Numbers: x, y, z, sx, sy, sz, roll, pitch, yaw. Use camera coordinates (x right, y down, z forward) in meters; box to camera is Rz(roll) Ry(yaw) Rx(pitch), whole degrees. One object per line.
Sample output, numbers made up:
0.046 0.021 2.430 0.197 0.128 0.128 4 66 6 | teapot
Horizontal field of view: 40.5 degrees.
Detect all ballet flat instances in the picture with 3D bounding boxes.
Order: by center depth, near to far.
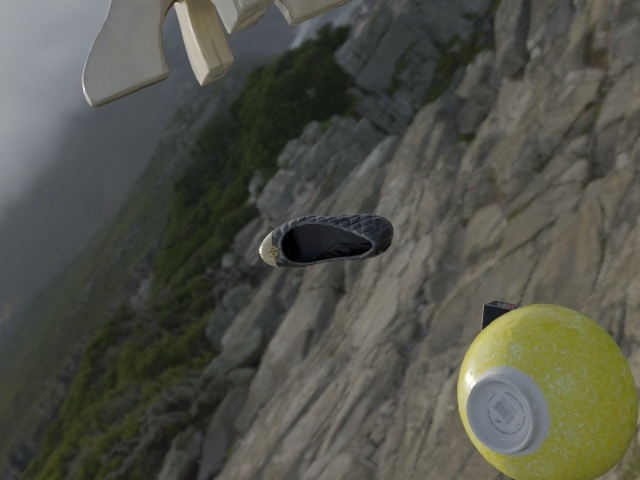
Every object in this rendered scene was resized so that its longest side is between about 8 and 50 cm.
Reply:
0.000 0.000 0.958 0.173 0.058 0.049 -10 8 33 | ballet flat

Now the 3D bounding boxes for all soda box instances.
0.381 0.155 1.577 0.168 0.060 0.053 11 12 33 | soda box

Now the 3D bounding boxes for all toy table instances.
-0.108 -0.231 0.720 0.252 0.161 0.274 -26 3 -2 | toy table

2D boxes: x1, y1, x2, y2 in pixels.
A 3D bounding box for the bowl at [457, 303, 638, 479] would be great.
0.311 0.247 1.315 0.156 0.289 0.289 -6 -26 -46 | bowl
